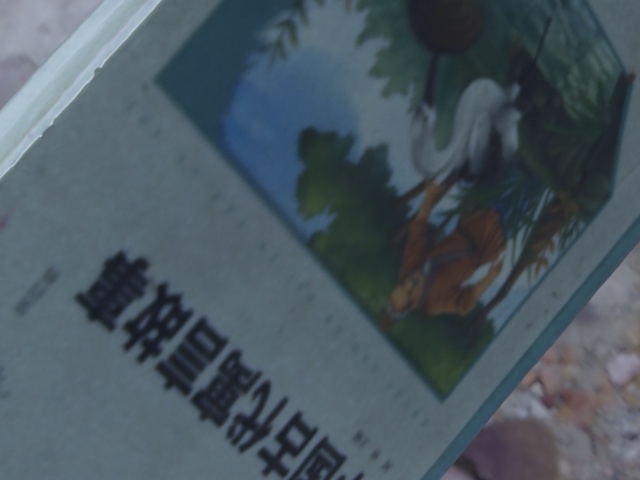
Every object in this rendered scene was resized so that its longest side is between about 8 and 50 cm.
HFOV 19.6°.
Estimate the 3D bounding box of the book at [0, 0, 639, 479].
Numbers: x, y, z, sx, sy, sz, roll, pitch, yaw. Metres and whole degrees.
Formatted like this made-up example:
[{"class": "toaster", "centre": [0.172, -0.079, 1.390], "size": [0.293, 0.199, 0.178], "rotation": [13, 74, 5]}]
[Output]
[{"class": "book", "centre": [0.000, 0.000, 0.502], "size": [0.282, 0.215, 0.025], "rotation": [-50, 46, -7]}]
